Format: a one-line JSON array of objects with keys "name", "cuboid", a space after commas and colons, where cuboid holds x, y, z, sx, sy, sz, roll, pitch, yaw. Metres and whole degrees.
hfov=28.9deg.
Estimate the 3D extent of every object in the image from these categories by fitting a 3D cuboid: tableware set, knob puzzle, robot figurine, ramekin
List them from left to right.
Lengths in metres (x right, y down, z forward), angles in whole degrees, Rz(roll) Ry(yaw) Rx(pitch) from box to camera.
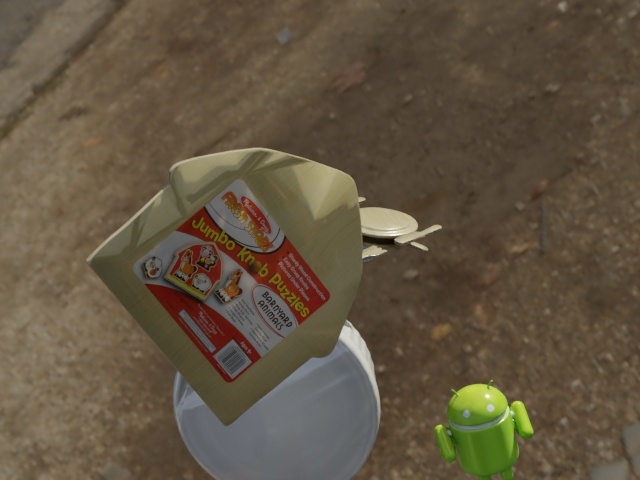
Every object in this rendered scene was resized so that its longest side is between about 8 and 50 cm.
[{"name": "knob puzzle", "cuboid": [-0.052, 0.014, 0.942, 0.213, 0.213, 0.030, -42, 19, -7]}, {"name": "ramekin", "cuboid": [-0.049, 0.195, 1.625, 0.272, 0.273, 0.127, -29, 12, 17]}, {"name": "tableware set", "cuboid": [0.032, 0.006, 1.370, 0.128, 0.039, 0.194, 22, 28, 36]}, {"name": "robot figurine", "cuboid": [0.174, 0.205, 1.329, 0.101, 0.115, 0.067, -15, 18, -1]}]

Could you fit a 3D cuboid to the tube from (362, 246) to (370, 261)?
[{"name": "tube", "cuboid": [0.000, 0.000, 1.547, 0.052, 0.207, 0.080, -7, 85, 34]}]
